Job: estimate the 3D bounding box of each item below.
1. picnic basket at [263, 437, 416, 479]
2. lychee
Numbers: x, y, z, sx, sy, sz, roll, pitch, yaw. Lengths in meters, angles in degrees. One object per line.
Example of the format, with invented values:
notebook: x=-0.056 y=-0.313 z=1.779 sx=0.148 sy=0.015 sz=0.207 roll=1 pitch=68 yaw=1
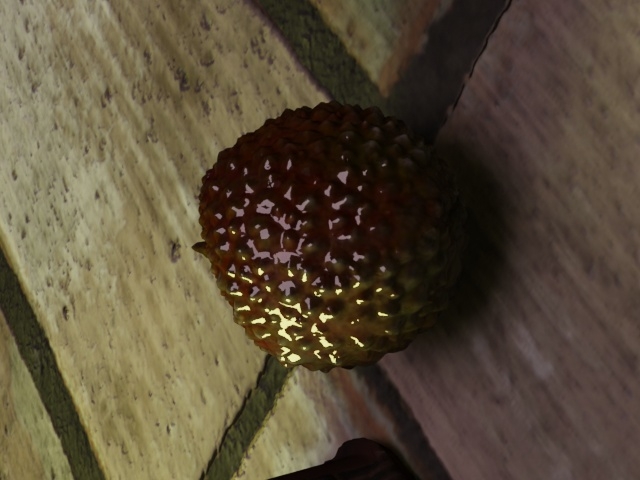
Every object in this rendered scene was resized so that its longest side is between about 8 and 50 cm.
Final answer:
picnic basket: x=0.008 y=0.274 z=0.939 sx=0.297 sy=0.129 sz=0.222 roll=56 pitch=129 yaw=40
lychee: x=0.000 y=0.000 z=0.945 sx=0.197 sy=0.165 sz=0.165 roll=-22 pitch=69 yaw=35
